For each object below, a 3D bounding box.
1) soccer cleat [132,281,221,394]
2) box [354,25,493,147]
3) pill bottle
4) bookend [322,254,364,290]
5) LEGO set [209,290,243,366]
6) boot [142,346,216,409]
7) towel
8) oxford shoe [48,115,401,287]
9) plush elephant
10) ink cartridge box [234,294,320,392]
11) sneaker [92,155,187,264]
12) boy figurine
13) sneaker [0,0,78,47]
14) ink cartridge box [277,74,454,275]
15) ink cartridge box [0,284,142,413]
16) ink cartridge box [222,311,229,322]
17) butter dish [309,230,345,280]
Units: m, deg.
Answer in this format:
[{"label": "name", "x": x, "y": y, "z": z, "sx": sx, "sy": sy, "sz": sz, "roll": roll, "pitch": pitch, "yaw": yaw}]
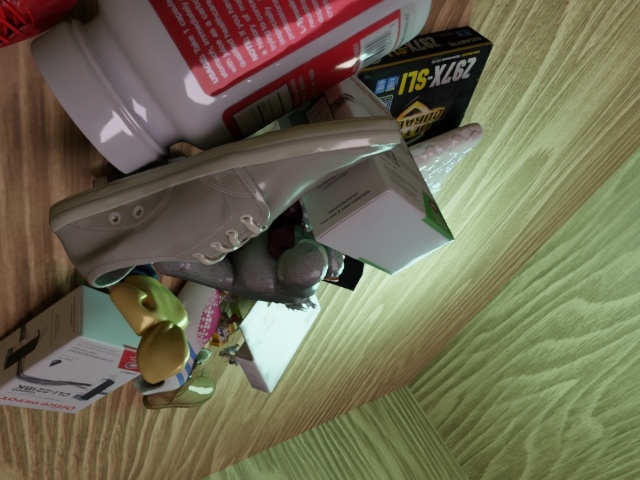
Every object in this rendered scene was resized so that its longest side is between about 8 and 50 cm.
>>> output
[{"label": "soccer cleat", "x": -0.332, "y": 0.225, "z": 1.036, "sx": 0.143, "sy": 0.116, "sz": 0.331, "roll": -5, "pitch": 125, "yaw": -52}, {"label": "box", "x": 0.164, "y": -0.270, "z": 0.913, "sx": 0.322, "sy": 0.079, "sz": 0.257, "roll": -20, "pitch": 145, "yaw": -23}, {"label": "pill bottle", "x": -0.096, "y": -0.253, "z": 0.534, "sx": 0.407, "sy": 0.229, "sz": 0.229, "roll": -31, "pitch": 150, "yaw": -3}, {"label": "bookend", "x": 0.036, "y": 0.033, "z": 1.196, "sx": 0.157, "sy": 0.156, "sz": 0.072, "roll": 18, "pitch": 133, "yaw": -5}, {"label": "LEGO set", "x": -0.224, "y": 0.166, "z": 1.133, "sx": 0.107, "sy": 0.132, "sz": 0.287, "roll": -28, "pitch": 130, "yaw": -43}, {"label": "boot", "x": -0.370, "y": 0.393, "z": 1.303, "sx": 0.236, "sy": 0.089, "sz": 0.269, "roll": -2, "pitch": 141, "yaw": -41}, {"label": "towel", "x": 0.176, "y": -0.127, "z": 1.046, "sx": 0.332, "sy": 0.053, "sz": 0.317, "roll": -25, "pitch": 166, "yaw": -9}, {"label": "oxford shoe", "x": -0.117, "y": -0.044, "z": 0.549, "sx": 0.449, "sy": 0.130, "sz": 0.169, "roll": -17, "pitch": -176, "yaw": 14}, {"label": "plush elephant", "x": -0.070, "y": -0.027, "z": 0.790, "sx": 0.272, "sy": 0.255, "sz": 0.330, "roll": 1, "pitch": 162, "yaw": 20}, {"label": "ink cartridge box", "x": -0.113, "y": 0.190, "z": 1.158, "sx": 0.296, "sy": 0.066, "sz": 0.261, "roll": -55, "pitch": 142, "yaw": -41}, {"label": "sneaker", "x": -0.265, "y": -0.051, "z": 0.798, "sx": 0.163, "sy": 0.086, "sz": 0.226, "roll": -25, "pitch": 147, "yaw": -10}, {"label": "boy figurine", "x": -0.305, "y": 0.123, "z": 0.812, "sx": 0.092, "sy": 0.285, "sz": 0.177, "roll": -37, "pitch": 153, "yaw": 4}, {"label": "sneaker", "x": -0.337, "y": -0.209, "z": 0.464, "sx": 0.221, "sy": 0.128, "sz": 0.087, "roll": -32, "pitch": 149, "yaw": -4}, {"label": "ink cartridge box", "x": 0.060, "y": -0.116, "z": 0.690, "sx": 0.121, "sy": 0.289, "sz": 0.211, "roll": -34, "pitch": 145, "yaw": 25}, {"label": "ink cartridge box", "x": -0.482, "y": 0.227, "z": 0.894, "sx": 0.273, "sy": 0.114, "sz": 0.197, "roll": -31, "pitch": 143, "yaw": 15}, {"label": "ink cartridge box", "x": -0.301, "y": 0.240, "z": 1.232, "sx": 0.115, "sy": 0.029, "sz": 0.063, "roll": -22, "pitch": 148, "yaw": -15}, {"label": "butter dish", "x": 0.000, "y": 0.000, "z": 1.044, "sx": 0.118, "sy": 0.160, "sz": 0.160, "roll": -41, "pitch": 149, "yaw": 23}]
